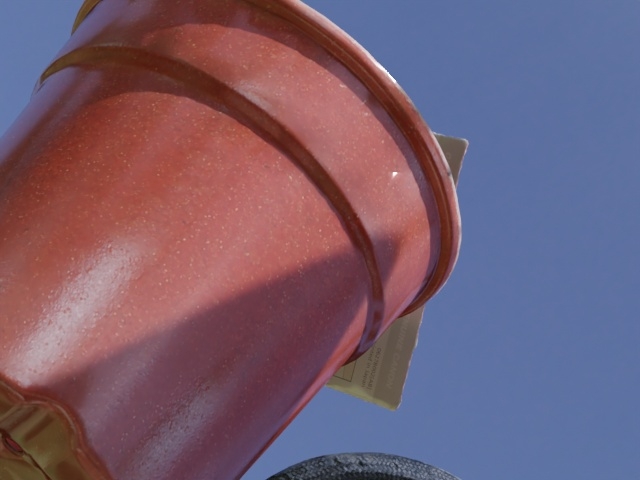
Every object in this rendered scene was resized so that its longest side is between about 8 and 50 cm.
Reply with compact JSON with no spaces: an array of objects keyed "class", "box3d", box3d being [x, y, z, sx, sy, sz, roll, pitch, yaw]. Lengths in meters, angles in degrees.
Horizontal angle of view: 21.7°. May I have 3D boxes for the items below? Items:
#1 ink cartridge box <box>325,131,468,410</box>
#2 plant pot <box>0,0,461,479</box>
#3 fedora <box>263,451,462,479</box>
[{"class":"ink cartridge box","box3d":[0.000,0.000,1.117,0.224,0.056,0.181,16,-86,38]},{"class":"plant pot","box3d":[-0.104,0.031,0.918,0.272,0.265,0.272,25,-37,20]},{"class":"fedora","box3d":[0.036,0.356,1.620,0.334,0.334,0.152,63,-14,-2]}]
